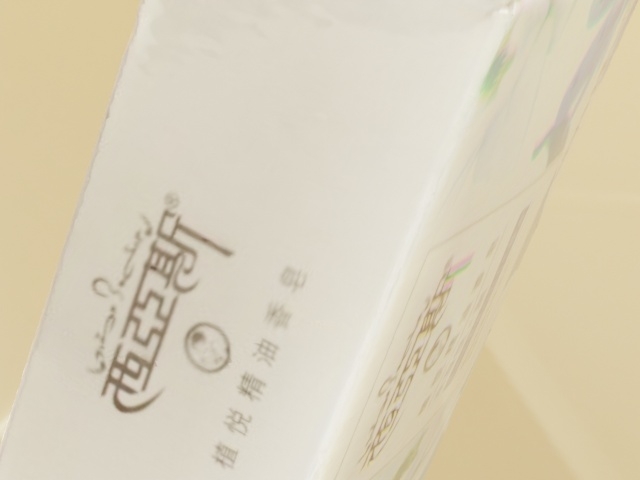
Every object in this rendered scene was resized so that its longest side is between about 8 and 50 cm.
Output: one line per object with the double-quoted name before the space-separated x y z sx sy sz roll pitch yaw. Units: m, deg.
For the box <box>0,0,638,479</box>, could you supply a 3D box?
"box" 0.002 0.002 0.597 0.116 0.203 0.274 28 -66 15
